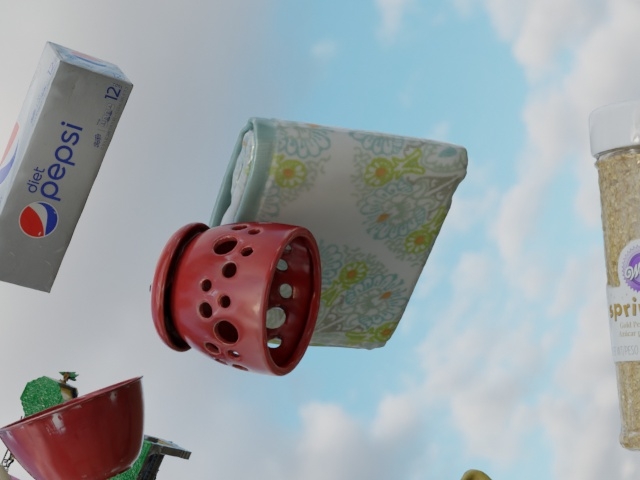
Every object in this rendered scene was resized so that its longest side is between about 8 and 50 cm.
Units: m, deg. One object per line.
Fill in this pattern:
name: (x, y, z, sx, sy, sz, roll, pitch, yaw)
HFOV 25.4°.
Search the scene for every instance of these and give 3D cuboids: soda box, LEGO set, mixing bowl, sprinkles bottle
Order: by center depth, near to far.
sprinkles bottle: (0.352, 0.034, 1.456, 0.121, 0.121, 0.355, 9, -105, -67)
mixing bowl: (-0.275, 0.233, 1.647, 0.181, 0.181, 0.098, -20, -90, -62)
soda box: (-0.330, -0.087, 1.716, 0.098, 0.091, 0.286, 16, -74, -27)
LEGO set: (-0.329, 0.357, 1.950, 0.192, 0.255, 0.331, 42, -118, -71)

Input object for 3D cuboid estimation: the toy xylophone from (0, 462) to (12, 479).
toy xylophone: (-0.326, 0.340, 1.324, 0.081, 0.322, 0.236, -49, -16, 28)

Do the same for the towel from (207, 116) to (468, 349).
towel: (0.000, 0.000, 1.994, 0.320, 0.090, 0.374, 4, -52, -24)

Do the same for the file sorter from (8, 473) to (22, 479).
file sorter: (-0.548, 0.425, 2.054, 0.202, 0.291, 0.182, 12, -90, -45)

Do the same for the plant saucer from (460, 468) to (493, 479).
plant saucer: (0.207, 0.507, 1.721, 0.332, 0.333, 0.081, -53, 11, -34)

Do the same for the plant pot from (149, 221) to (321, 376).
plant pot: (-0.109, 0.064, 1.792, 0.191, 0.174, 0.191, 10, -90, -70)
